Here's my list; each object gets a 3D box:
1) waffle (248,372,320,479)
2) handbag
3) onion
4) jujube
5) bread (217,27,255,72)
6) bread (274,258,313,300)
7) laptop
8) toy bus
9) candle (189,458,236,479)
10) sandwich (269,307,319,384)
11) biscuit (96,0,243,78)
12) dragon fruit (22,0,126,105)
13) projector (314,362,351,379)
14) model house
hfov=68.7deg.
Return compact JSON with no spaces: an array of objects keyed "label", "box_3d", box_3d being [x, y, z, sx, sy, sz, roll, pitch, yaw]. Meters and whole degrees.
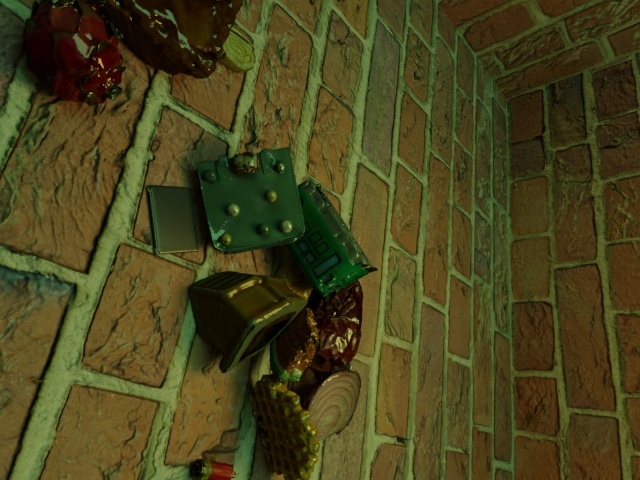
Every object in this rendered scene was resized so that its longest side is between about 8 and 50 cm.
[{"label":"waffle","box_3d":[-0.103,0.511,1.274,0.065,0.283,0.309,-14,135,-43]},{"label":"handbag","box_3d":[-0.191,-0.109,1.289,0.269,0.100,0.273,-10,92,-6]},{"label":"onion","box_3d":[0.003,0.485,1.428,0.250,0.111,0.247,-6,113,-41]},{"label":"jujube","box_3d":[0.035,0.253,1.492,0.216,0.217,0.342,49,40,-29]},{"label":"bread","box_3d":[-0.268,-0.587,1.453,0.156,0.064,0.117,30,64,-42]},{"label":"bread","box_3d":[-0.100,0.168,1.451,0.125,0.068,0.188,50,48,-28]},{"label":"laptop","box_3d":[-0.384,-0.055,1.228,0.129,0.016,0.179,-3,83,-49]},{"label":"toy bus","box_3d":[0.000,0.000,1.431,0.343,0.200,0.183,57,8,15]},{"label":"candle","box_3d":[-0.263,0.584,1.181,0.131,0.052,0.051,33,58,-40]},{"label":"sandwich","box_3d":[-0.066,0.275,1.304,0.079,0.159,0.235,42,16,-30]},{"label":"biscuit","box_3d":[-0.394,-0.659,1.250,0.343,0.166,0.394,38,55,-37]},{"label":"dragon fruit","box_3d":[-0.538,-0.418,1.015,0.193,0.192,0.274,-38,98,-38]},{"label":"projector","box_3d":[0.041,0.419,1.537,0.083,0.082,0.083,53,46,-26]},{"label":"model house","box_3d":[-0.209,0.174,1.264,0.239,0.173,0.268,41,40,23]}]
